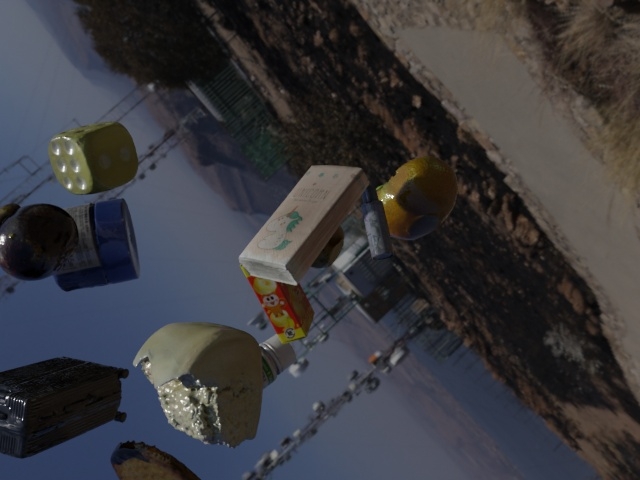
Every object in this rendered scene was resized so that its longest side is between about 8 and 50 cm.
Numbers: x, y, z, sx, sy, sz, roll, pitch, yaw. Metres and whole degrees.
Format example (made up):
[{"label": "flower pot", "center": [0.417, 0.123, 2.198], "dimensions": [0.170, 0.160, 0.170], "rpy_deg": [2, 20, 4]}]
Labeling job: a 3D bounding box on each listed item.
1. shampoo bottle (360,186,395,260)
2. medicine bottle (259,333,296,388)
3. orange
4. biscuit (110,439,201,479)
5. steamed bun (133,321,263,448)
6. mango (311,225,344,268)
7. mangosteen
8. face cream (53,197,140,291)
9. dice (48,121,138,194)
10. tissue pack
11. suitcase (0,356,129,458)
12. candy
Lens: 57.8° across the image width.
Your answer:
[{"label": "shampoo bottle", "center": [0.159, -0.051, 1.675], "dimensions": [0.072, 0.072, 0.214], "rpy_deg": [64, -165, -71]}, {"label": "medicine bottle", "center": [-0.203, 0.416, 1.896], "dimensions": [0.139, 0.237, 0.139], "rpy_deg": [41, 148, 33]}, {"label": "orange", "center": [0.312, -0.125, 1.977], "dimensions": [0.262, 0.334, 0.196], "rpy_deg": [34, -140, -28]}, {"label": "biscuit", "center": [-0.362, 0.589, 1.372], "dimensions": [0.318, 0.040, 0.318], "rpy_deg": [17, 131, 21]}, {"label": "steamed bun", "center": [-0.226, 0.242, 1.003], "dimensions": [0.225, 0.200, 0.170], "rpy_deg": [-2, 173, 42]}, {"label": "mango", "center": [0.000, 0.000, 2.015], "dimensions": [0.167, 0.130, 0.262], "rpy_deg": [36, -148, 9]}, {"label": "mangosteen", "center": [-0.676, -0.011, 1.332], "dimensions": [0.217, 0.192, 0.192], "rpy_deg": [31, 175, -2]}, {"label": "face cream", "center": [-0.664, 0.013, 1.695], "dimensions": [0.249, 0.225, 0.249], "rpy_deg": [171, 90, -79]}, {"label": "dice", "center": [-0.625, -0.229, 1.603], "dimensions": [0.166, 0.169, 0.169], "rpy_deg": [3, 115, 32]}, {"label": "tissue pack", "center": [-0.035, -0.046, 1.344], "dimensions": [0.170, 0.325, 0.071], "rpy_deg": [6, 139, 42]}, {"label": "suitcase", "center": [-0.668, 0.399, 1.419], "dimensions": [0.229, 0.152, 0.335], "rpy_deg": [5, -177, 20]}, {"label": "candy", "center": [-0.119, 0.145, 1.672], "dimensions": [0.276, 0.088, 0.146], "rpy_deg": [64, -161, -19]}]
